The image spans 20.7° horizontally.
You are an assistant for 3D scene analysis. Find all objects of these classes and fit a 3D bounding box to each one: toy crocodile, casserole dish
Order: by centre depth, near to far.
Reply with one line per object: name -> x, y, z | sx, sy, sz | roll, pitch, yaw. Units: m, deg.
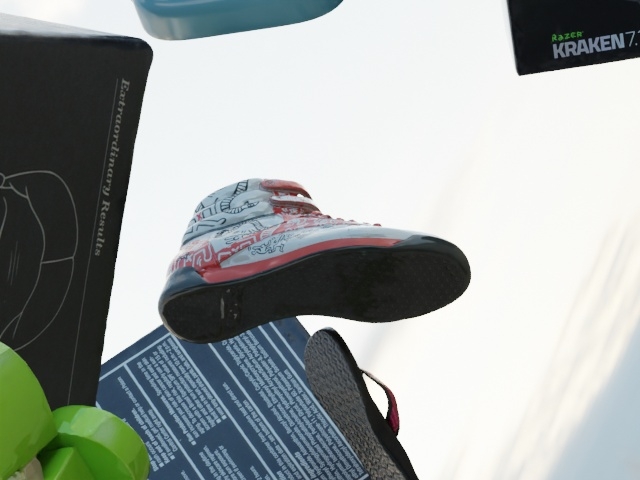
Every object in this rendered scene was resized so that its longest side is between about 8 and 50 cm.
toy crocodile -> -0.122, 0.198, 0.913 | 0.341, 0.105, 0.115 | 63, -151, -25
casserole dish -> -0.058, -0.201, 1.213 | 0.037, 0.188, 0.114 | 43, -133, -57

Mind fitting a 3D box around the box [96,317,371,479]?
box -> -0.097, 0.237, 1.781 | 0.294, 0.296, 0.183 | -33, -32, -9

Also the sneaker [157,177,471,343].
sneaker -> -0.001, -0.001, 1.468 | 0.145, 0.270, 0.090 | -77, -31, -47

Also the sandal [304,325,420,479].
sandal -> 0.042, 0.149, 1.495 | 0.040, 0.179, 0.067 | -36, 13, -33

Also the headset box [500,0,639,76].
headset box -> 0.273, -0.317, 1.573 | 0.131, 0.246, 0.283 | -90, -10, -65

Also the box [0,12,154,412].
box -> -0.309, -0.001, 1.058 | 0.395, 0.212, 0.294 | -8, -70, -63
